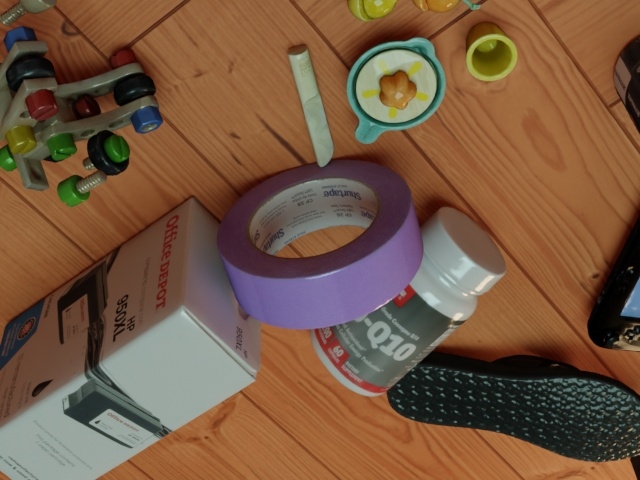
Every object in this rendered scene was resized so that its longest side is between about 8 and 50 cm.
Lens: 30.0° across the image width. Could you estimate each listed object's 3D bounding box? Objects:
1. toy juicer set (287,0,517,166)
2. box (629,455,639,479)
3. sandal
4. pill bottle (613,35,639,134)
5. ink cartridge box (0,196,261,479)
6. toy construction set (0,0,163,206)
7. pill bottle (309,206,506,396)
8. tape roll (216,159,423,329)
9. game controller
[{"bbox_3d":[0.080,-0.236,1.600,0.329,0.089,0.209,-30,121,17],"label":"toy juicer set"},{"bbox_3d":[0.596,0.403,2.088,0.083,0.062,0.052,26,120,-19],"label":"box"},{"bbox_3d":[0.333,0.245,1.954,0.445,0.107,0.168,12,125,4],"label":"sandal"},{"bbox_3d":[0.478,-0.172,1.571,0.130,0.246,0.130,-1,125,-2],"label":"pill bottle"},{"bbox_3d":[-0.287,0.158,1.734,0.395,0.285,0.166,-33,120,18],"label":"ink cartridge box"},{"bbox_3d":[-0.389,-0.193,1.549,0.237,0.257,0.309,-25,103,28],"label":"toy construction set"},{"bbox_3d":[0.130,0.090,1.785,0.161,0.161,0.283,33,117,-23],"label":"pill bottle"},{"bbox_3d":[0.000,0.000,1.646,0.274,0.275,0.090,-13,125,6],"label":"tape roll"},{"bbox_3d":[0.533,0.045,1.834,0.166,0.067,0.319,11,124,-11],"label":"game controller"}]
